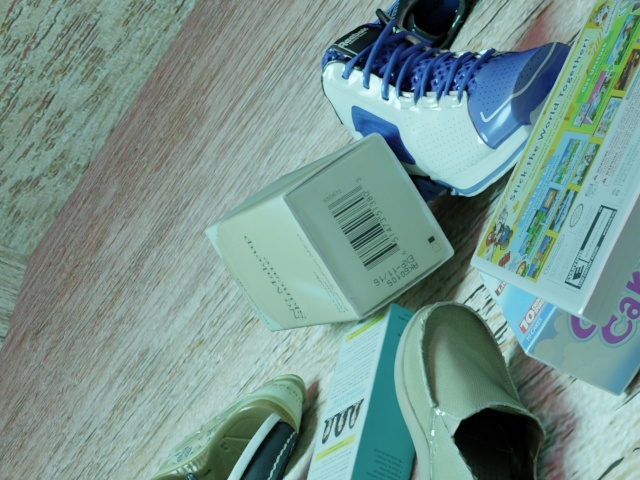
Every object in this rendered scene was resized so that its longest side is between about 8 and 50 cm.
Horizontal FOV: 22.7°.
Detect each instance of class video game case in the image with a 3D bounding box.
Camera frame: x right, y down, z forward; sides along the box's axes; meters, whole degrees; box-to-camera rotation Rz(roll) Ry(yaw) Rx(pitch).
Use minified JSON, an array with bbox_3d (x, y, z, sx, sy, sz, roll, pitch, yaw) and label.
[{"bbox_3d":[0.198,-0.063,1.122,0.227,0.026,0.206,-65,18,2],"label":"video game case"}]

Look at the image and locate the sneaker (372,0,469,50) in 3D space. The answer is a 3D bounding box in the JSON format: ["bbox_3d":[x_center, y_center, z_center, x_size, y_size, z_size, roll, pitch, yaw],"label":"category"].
[{"bbox_3d":[0.094,-0.225,1.849,0.232,0.081,0.090,-55,13,26],"label":"sneaker"}]

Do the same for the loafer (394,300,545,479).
[{"bbox_3d":[0.125,0.145,1.241,0.092,0.102,0.268,-50,32,37],"label":"loafer"}]

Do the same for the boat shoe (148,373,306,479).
[{"bbox_3d":[-0.109,0.254,1.783,0.285,0.104,0.089,-41,9,34],"label":"boat shoe"}]

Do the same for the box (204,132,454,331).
[{"bbox_3d":[0.000,0.000,1.626,0.121,0.148,0.311,-35,4,-18],"label":"box"}]

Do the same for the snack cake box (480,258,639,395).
[{"bbox_3d":[0.234,-0.038,1.174,0.264,0.089,0.152,-60,19,15],"label":"snack cake box"}]

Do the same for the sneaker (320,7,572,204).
[{"bbox_3d":[0.095,-0.136,1.508,0.127,0.182,0.315,-49,11,-24],"label":"sneaker"}]

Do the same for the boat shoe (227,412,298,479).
[{"bbox_3d":[-0.080,0.324,1.606,0.302,0.091,0.114,-66,-10,2],"label":"boat shoe"}]

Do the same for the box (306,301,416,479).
[{"bbox_3d":[0.042,0.187,1.473,0.100,0.060,0.244,-38,31,55],"label":"box"}]

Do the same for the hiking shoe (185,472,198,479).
[{"bbox_3d":[-0.147,0.362,1.694,0.226,0.114,0.086,-67,16,-8],"label":"hiking shoe"}]
